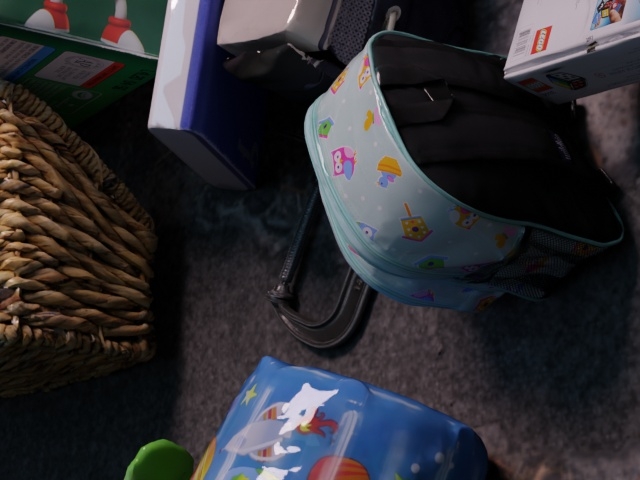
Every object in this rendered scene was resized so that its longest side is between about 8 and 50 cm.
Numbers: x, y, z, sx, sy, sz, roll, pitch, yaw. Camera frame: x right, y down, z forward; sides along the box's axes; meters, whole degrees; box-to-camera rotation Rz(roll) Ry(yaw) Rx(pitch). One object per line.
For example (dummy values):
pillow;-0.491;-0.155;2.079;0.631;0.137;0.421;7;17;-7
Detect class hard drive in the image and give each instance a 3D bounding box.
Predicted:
hard drive;-0.064;-0.215;1.189;0.040;0.210;0.318;6;81;11

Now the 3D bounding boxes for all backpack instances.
backpack;0.078;-0.044;1.000;0.144;0.188;0.165;-37;56;32

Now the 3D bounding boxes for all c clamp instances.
c clamp;0.000;0.000;1.188;0.137;0.022;0.160;14;86;41

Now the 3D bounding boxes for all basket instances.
basket;-0.284;0.012;1.318;0.299;0.213;0.223;-16;72;37

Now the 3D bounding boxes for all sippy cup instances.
sippy cup;-0.002;0.204;0.999;0.306;0.240;0.224;19;79;8

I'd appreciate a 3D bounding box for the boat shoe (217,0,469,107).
boat shoe;0.041;-0.243;1.128;0.127;0.158;0.340;-1;69;51

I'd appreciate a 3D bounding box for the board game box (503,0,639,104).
board game box;0.220;-0.243;0.938;0.193;0.053;0.305;-9;60;62

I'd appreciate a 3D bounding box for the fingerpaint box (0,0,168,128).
fingerpaint box;-0.253;-0.289;1.338;0.445;0.163;0.371;-18;65;61
